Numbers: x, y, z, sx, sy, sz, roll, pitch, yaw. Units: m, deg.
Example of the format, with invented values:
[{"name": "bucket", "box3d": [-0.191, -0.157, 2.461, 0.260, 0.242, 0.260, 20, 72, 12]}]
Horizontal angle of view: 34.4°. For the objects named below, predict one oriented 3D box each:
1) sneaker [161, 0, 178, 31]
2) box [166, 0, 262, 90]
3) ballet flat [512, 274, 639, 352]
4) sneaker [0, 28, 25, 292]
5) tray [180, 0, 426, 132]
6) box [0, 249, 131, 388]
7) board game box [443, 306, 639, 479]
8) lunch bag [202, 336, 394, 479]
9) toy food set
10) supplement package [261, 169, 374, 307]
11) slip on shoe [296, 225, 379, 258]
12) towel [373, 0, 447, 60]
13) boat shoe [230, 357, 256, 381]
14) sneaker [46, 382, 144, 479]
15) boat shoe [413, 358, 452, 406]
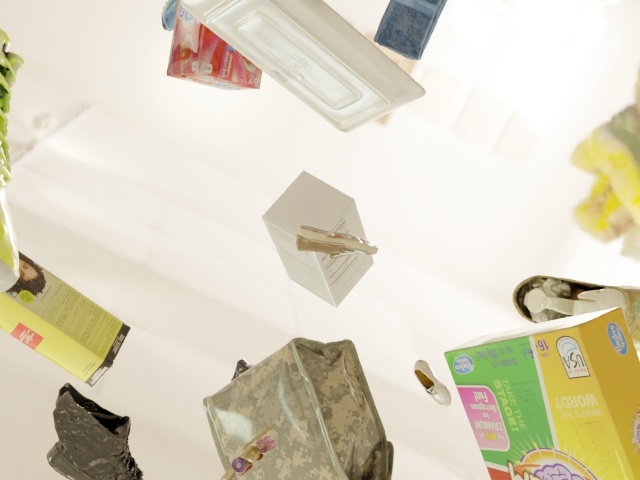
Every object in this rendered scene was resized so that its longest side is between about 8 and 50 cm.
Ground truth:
[{"name": "sneaker", "box3d": [-0.220, -0.431, 1.907, 0.073, 0.162, 0.063, 50, 164, 24]}, {"name": "box", "box3d": [-0.166, -0.394, 1.778, 0.128, 0.257, 0.122, 9, 180, -35]}, {"name": "ballet flat", "box3d": [0.459, 0.121, 1.798, 0.123, 0.123, 0.348, 23, 174, -26]}, {"name": "sneaker", "box3d": [-0.346, -0.131, 0.953, 0.145, 0.147, 0.385, 73, 171, -72]}, {"name": "tray", "box3d": [-0.021, -0.210, 1.172, 0.270, 0.030, 0.145, 35, 145, -29]}, {"name": "box", "box3d": [-0.357, 0.085, 1.301, 0.232, 0.058, 0.087, 36, -148, -14]}, {"name": "board game box", "box3d": [0.275, 0.244, 1.106, 0.064, 0.316, 0.242, -19, 177, -29]}, {"name": "lunch bag", "box3d": [-0.023, 0.326, 1.606, 0.169, 0.235, 0.287, 9, -127, -48]}, {"name": "toy food set", "box3d": [-0.092, 0.289, 1.355, 0.019, 0.122, 0.078, 46, -128, 15]}, {"name": "supplement package", "box3d": [0.000, 0.000, 2.059, 0.139, 0.134, 0.244, 31, 160, 27]}, {"name": "slip on shoe", "box3d": [0.026, 0.010, 1.667, 0.135, 0.041, 0.051, 12, -170, 5]}, {"name": "towel", "box3d": [0.117, -0.287, 1.280, 0.067, 0.119, 0.029, 22, -164, -13]}, {"name": "boat shoe", "box3d": [-0.136, 0.284, 2.012, 0.083, 0.065, 0.183, 23, -172, -5]}, {"name": "sneaker", "box3d": [-0.226, 0.230, 1.119, 0.170, 0.089, 0.051, 34, -168, -17]}, {"name": "boat shoe", "box3d": [0.194, 0.255, 1.805, 0.100, 0.035, 0.035, 57, -149, -12]}]
